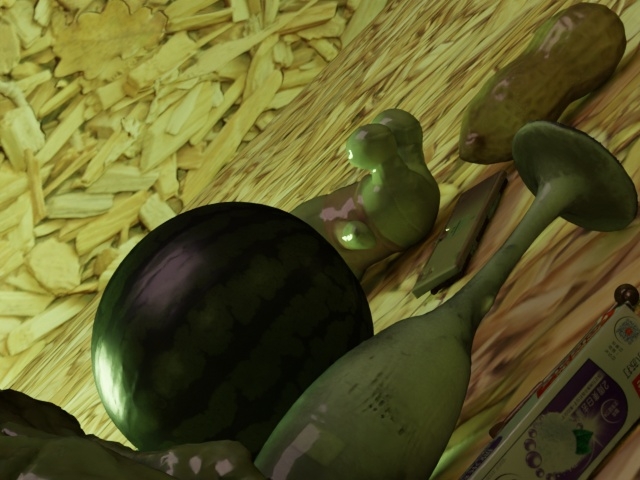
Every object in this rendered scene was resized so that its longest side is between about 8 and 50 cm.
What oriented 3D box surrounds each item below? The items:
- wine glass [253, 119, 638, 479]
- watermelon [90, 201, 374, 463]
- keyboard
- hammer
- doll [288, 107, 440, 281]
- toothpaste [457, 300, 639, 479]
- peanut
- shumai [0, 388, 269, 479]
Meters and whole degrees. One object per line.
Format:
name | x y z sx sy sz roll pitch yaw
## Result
wine glass | 0.051 0.004 0.930 0.096 0.264 0.309 20 58 38
watermelon | -0.066 0.078 1.171 0.212 0.212 0.212 -42 10 9
keyboard | 0.119 -0.005 1.331 0.055 0.017 0.166 -31 15 34
hammer | 0.143 0.072 0.927 0.123 0.014 0.029 -47 1 -3
doll | 0.012 0.006 1.472 0.275 0.113 0.155 -48 -1 18
toothpaste | 0.106 0.117 0.803 0.196 0.047 0.040 -46 -4 -14
peanut | 0.194 -0.136 1.409 0.187 0.082 0.082 -45 10 0
shumai | -0.128 0.181 0.814 0.263 0.304 0.309 -23 26 34
